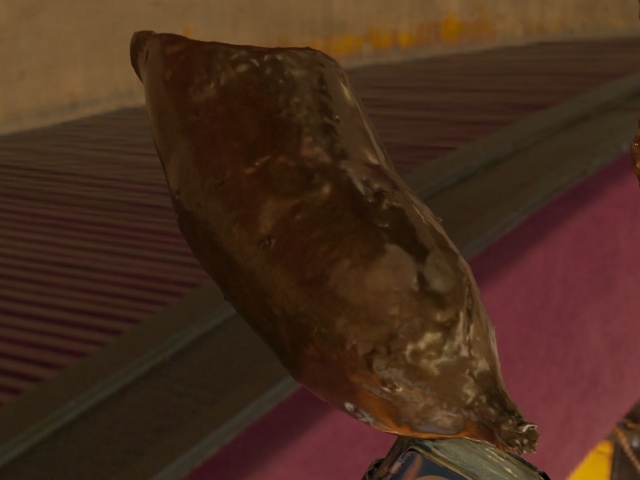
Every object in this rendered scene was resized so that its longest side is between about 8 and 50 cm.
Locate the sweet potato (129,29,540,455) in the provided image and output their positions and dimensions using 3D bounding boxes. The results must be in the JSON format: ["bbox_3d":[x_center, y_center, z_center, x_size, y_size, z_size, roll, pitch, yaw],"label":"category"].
[{"bbox_3d":[0.000,0.000,0.737,0.158,0.158,0.369,18,37,-57],"label":"sweet potato"}]

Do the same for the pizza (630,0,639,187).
[{"bbox_3d":[0.213,-0.045,0.548,0.062,0.182,0.161,-111,-151,-58],"label":"pizza"}]

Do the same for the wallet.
[{"bbox_3d":[0.093,0.242,0.984,0.202,0.141,0.059,-61,180,37],"label":"wallet"}]
